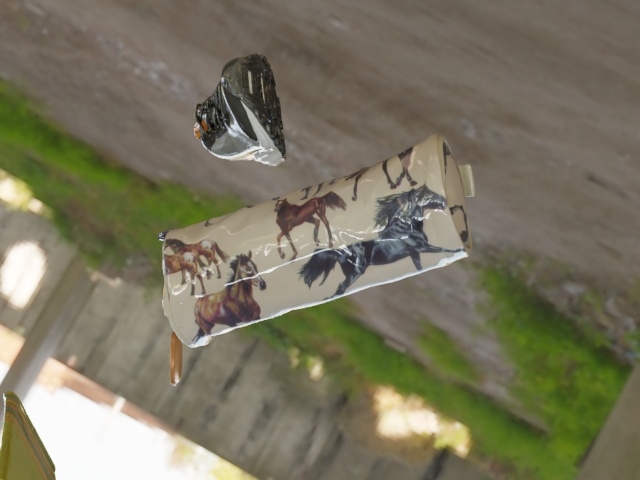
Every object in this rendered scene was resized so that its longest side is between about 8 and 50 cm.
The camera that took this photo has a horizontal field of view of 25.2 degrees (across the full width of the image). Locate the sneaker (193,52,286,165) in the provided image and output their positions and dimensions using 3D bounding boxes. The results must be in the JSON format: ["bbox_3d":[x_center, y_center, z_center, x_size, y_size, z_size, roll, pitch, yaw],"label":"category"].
[{"bbox_3d":[-0.098,-0.140,1.662,0.108,0.100,0.271,-5,169,-1],"label":"sneaker"}]

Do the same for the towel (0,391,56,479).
[{"bbox_3d":[-0.287,0.228,1.382,0.102,0.021,0.237,65,177,-16],"label":"towel"}]

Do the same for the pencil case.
[{"bbox_3d":[0.000,0.000,1.809,0.183,0.410,0.160,-78,-33,-70],"label":"pencil case"}]

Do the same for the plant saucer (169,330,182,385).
[{"bbox_3d":[-0.218,0.177,2.164,0.013,0.084,0.083,0,172,0],"label":"plant saucer"}]
